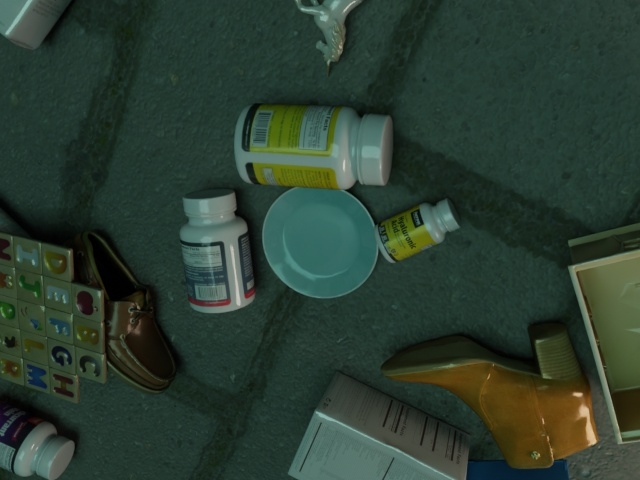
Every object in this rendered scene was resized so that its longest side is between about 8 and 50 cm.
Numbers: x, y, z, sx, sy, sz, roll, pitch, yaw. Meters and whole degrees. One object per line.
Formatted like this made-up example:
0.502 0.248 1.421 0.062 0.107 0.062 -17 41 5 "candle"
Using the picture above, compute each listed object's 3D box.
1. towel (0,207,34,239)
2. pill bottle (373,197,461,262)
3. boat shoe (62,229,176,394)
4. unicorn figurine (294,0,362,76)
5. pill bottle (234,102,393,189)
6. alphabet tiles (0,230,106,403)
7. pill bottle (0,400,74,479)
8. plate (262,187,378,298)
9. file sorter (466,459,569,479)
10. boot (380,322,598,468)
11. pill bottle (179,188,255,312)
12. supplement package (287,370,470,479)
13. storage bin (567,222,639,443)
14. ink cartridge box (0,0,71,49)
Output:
-0.685 0.067 1.214 0.320 0.090 0.374 42 113 -3 "towel"
0.142 -0.017 0.958 0.116 0.065 0.065 -26 98 21 "pill bottle"
-0.341 0.124 1.116 0.104 0.110 0.307 -37 95 23 "boat shoe"
0.016 -0.322 0.902 0.111 0.060 0.162 45 113 0 "unicorn figurine"
-0.007 -0.133 0.936 0.209 0.119 0.119 6 108 14 "pill bottle"
-0.510 0.124 1.113 0.343 0.011 0.284 12 110 18 "alphabet tiles"
-0.584 0.389 1.270 0.194 0.108 0.108 20 111 9 "pill bottle"
0.000 0.000 1.027 0.188 0.024 0.188 4 108 14 "plate"
0.303 0.422 1.021 0.171 0.118 0.104 -7 107 18 "file sorter"
0.254 0.250 0.988 0.295 0.104 0.211 -12 103 15 "boot"
-0.164 0.013 1.033 0.108 0.108 0.180 0 106 16 "pill bottle"
0.096 0.341 1.045 0.244 0.134 0.138 25 112 8 "supplement package"
0.490 0.104 0.865 0.261 0.123 0.262 -16 101 20 "storage bin"
-0.453 -0.537 0.979 0.308 0.091 0.385 40 96 2 "ink cartridge box"
